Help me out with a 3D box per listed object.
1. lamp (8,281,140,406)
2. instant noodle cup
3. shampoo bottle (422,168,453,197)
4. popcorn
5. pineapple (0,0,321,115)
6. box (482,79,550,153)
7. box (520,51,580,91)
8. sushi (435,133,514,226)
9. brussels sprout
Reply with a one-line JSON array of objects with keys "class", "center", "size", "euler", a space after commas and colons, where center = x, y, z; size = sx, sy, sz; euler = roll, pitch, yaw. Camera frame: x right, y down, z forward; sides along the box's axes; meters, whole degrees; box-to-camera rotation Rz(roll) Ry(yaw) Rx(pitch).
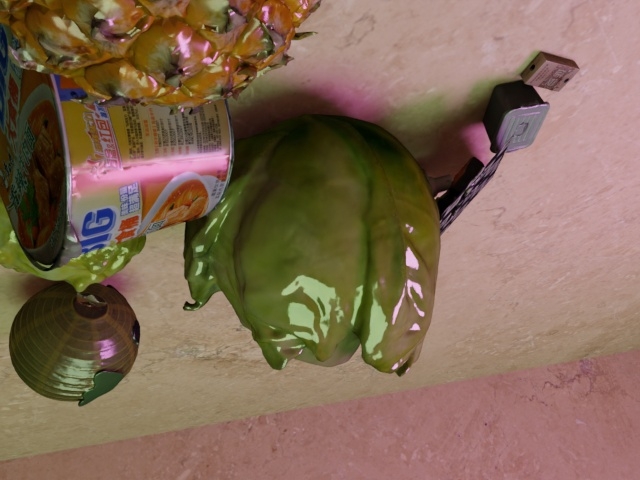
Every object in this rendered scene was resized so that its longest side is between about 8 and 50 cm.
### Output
[{"class": "lamp", "center": [-0.481, 0.181, 1.187], "size": [0.250, 0.250, 0.284], "euler": [5, 137, -30]}, {"class": "instant noodle cup", "center": [-0.255, -0.127, 0.724], "size": [0.213, 0.297, 0.296], "euler": [-14, 156, -39]}, {"class": "shampoo bottle", "center": [0.107, -0.072, 1.156], "size": [0.303, 0.092, 0.092], "euler": [-15, 150, 1]}, {"class": "popcorn", "center": [-0.394, -0.031, 0.910], "size": [0.255, 0.195, 0.255], "euler": [15, 137, -12]}, {"class": "pineapple", "center": [-0.138, -0.280, 0.468], "size": [0.352, 0.353, 0.300], "euler": [-17, 157, 4]}, {"class": "box", "center": [0.332, -0.216, 1.037], "size": [0.084, 0.069, 0.122], "euler": [-12, 150, -8]}, {"class": "box", "center": [0.382, -0.280, 0.995], "size": [0.083, 0.024, 0.053], "euler": [4, 145, -27]}, {"class": "sushi", "center": [0.253, -0.093, 1.088], "size": [0.193, 0.043, 0.279], "euler": [-48, 168, -1]}, {"class": "brussels sprout", "center": [0.007, -0.014, 0.942], "size": [0.424, 0.342, 0.361], "euler": [14, 106, -17]}]
